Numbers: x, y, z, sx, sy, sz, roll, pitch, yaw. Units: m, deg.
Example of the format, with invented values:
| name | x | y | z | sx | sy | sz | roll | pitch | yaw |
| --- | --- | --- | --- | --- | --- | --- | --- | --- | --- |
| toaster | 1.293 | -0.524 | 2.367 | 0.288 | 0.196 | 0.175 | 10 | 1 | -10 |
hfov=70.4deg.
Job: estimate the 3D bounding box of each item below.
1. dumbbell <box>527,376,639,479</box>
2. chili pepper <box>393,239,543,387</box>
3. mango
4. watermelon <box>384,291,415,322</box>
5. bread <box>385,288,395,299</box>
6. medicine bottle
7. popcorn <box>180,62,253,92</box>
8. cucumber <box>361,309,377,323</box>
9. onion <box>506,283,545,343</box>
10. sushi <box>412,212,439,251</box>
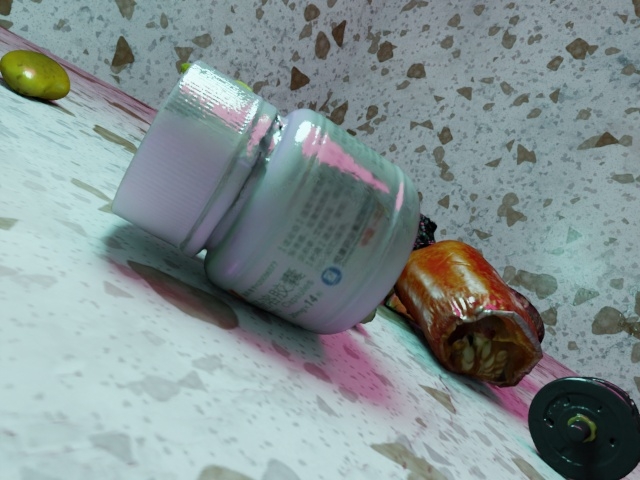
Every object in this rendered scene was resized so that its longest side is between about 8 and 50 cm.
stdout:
| name | x | y | z | sx | sy | sz | roll | pitch | yaw |
| --- | --- | --- | --- | --- | --- | --- | --- | --- | --- |
| dumbbell | 0.414 | 0.284 | 0.702 | 0.143 | 0.143 | 0.325 | 37 | 9 | 37 |
| chili pepper | 0.285 | 0.155 | 0.912 | 0.251 | 0.229 | 0.305 | 60 | 13 | -21 |
| mango | -0.613 | -0.353 | 0.970 | 0.115 | 0.090 | 0.178 | 38 | 14 | -9 |
| watermelon | 0.228 | 0.175 | 1.121 | 0.182 | 0.075 | 0.092 | 28 | 53 | -15 |
| bread | 0.148 | 0.097 | 1.178 | 0.130 | 0.071 | 0.139 | 28 | 7 | 2 |
| medicine bottle | -0.061 | -0.047 | 0.554 | 0.302 | 0.241 | 0.241 | 30 | 7 | -17 |
| popcorn | -0.295 | -0.289 | 1.238 | 0.290 | 0.326 | 0.321 | 33 | 46 | -36 |
| cucumber | 0.037 | 0.087 | 0.812 | 0.052 | 0.058 | 0.215 | -6 | 16 | -15 |
| onion | 0.437 | 0.208 | 1.156 | 0.246 | 0.190 | 0.246 | 33 | -14 | 9 |
| sushi | 0.210 | 0.030 | 1.292 | 0.225 | 0.218 | 0.238 | 11 | -8 | -14 |
